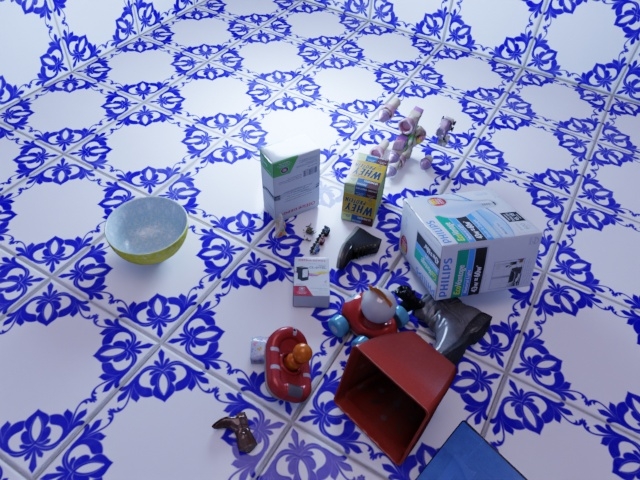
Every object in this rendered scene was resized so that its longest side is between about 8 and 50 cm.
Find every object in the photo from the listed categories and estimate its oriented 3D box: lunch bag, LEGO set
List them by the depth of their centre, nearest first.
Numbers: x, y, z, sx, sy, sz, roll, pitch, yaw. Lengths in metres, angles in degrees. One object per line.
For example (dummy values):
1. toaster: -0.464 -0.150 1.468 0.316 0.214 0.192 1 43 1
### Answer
1. lunch bag: -0.186 0.346 1.699 0.070 0.053 0.083 0 57 -2
2. LEGO set: -0.045 -0.028 2.085 0.054 0.023 0.083 22 62 19

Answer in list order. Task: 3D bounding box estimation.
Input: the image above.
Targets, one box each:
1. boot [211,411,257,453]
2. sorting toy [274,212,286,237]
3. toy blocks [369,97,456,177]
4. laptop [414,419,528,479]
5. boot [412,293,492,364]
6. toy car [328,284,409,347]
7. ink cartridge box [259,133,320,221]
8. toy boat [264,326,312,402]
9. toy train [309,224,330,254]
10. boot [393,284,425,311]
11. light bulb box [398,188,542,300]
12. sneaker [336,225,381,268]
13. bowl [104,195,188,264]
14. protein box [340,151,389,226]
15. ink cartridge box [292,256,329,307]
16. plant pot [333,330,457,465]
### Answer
1. boot: -0.242 0.553 1.514 0.106 0.037 0.114 -17 55 -16
2. sorting toy: -0.154 -0.064 2.069 0.044 0.075 0.083 -1 47 -5
3. toy blocks: 0.362 -0.404 2.289 0.308 0.289 0.260 26 46 15
4. laptop: 0.325 0.730 1.251 0.407 0.237 0.382 -30 55 -28
5. boot: 0.386 0.295 1.769 0.338 0.118 0.222 -28 48 -36
6. toy car: 0.167 0.212 1.723 0.219 0.238 0.210 -33 57 -30
7. ink cartridge box: -0.118 -0.242 2.095 0.211 0.289 0.121 -22 49 -23
8. toy boat: -0.079 0.358 1.604 0.150 0.151 0.231 22 40 -30
9. toy train: 0.000 0.000 2.056 0.036 0.027 0.158 27 49 6
10. boot: 0.282 0.195 1.797 0.099 0.121 0.045 39 58 -22
11. light bulb box: 0.512 0.003 1.903 0.360 0.226 0.358 -7 31 -12
12. sneaker: 0.145 0.037 1.992 0.118 0.083 0.222 22 48 15
13. bowl: -0.612 -0.007 1.926 0.289 0.156 0.290 3 47 -3
14. protein box: 0.177 -0.205 2.141 0.135 0.200 0.201 14 48 10
15. ink cartridge box: -0.033 0.145 1.884 0.127 0.072 0.175 1 47 -3
16. plant pot: 0.233 0.416 1.539 0.235 0.268 0.267 -26 53 -40
